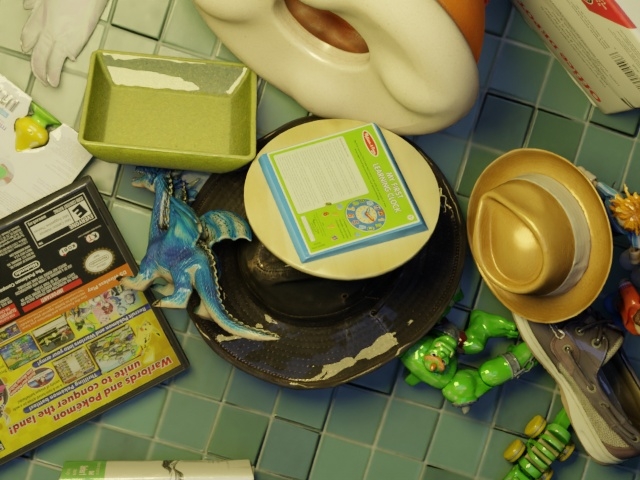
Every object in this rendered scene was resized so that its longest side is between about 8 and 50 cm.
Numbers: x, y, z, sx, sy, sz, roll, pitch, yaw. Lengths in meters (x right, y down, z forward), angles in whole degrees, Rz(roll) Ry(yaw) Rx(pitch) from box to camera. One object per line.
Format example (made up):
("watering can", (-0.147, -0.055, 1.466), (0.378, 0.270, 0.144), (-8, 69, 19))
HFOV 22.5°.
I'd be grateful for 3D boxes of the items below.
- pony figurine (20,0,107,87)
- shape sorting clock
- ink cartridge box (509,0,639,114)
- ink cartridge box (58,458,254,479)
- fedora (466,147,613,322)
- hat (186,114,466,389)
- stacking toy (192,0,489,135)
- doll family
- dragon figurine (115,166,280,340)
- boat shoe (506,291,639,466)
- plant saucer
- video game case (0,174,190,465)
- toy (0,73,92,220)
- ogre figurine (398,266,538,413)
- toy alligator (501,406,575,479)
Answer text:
("pony figurine", (-0.289, -0.387, 1.700), (0.363, 0.303, 0.351), (34, 80, 9))
("shape sorting clock", (0.023, -0.044, 1.687), (0.206, 0.040, 0.206), (0, 56, 1))
("ink cartridge box", (0.329, -0.251, 1.744), (0.114, 0.273, 0.197), (-41, 96, -6))
("ink cartridge box", (-0.181, 0.332, 1.809), (0.219, 0.092, 0.160), (-1, 93, -5))
("fedora", (0.220, -0.002, 1.733), (0.194, 0.079, 0.194), (6, 99, 38))
("hat", (0.000, 0.000, 1.759), (0.331, 0.134, 0.331), (0, 78, 1))
("stacking toy", (0.100, -0.385, 1.744), (0.350, 0.350, 0.480), (33, 70, -6))
("doll family", (0.344, -0.003, 1.810), (0.118, 0.163, 0.263), (-37, 96, -3))
("dragon figurine", (-0.132, 0.004, 1.710), (0.085, 0.289, 0.144), (18, 96, -37))
("boat shoe", (0.305, 0.125, 1.831), (0.092, 0.103, 0.285), (-19, 101, 40))
("plant saucer", (-0.166, -0.135, 1.767), (0.188, 0.188, 0.045), (5, 128, -6))
("video game case", (-0.322, 0.097, 1.787), (0.275, 0.035, 0.248), (-27, 108, -4))
("toy", (-0.373, -0.054, 1.787), (0.137, 0.056, 0.237), (38, 97, -10))
("ogre figurine", (0.145, 0.114, 1.836), (0.197, 0.097, 0.118), (43, 70, -21))
("toy alligator", (0.240, 0.266, 1.868), (0.056, 0.051, 0.190), (41, 88, -6))
